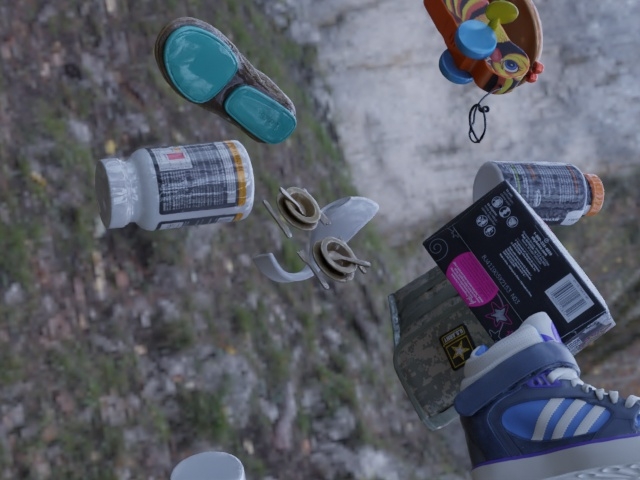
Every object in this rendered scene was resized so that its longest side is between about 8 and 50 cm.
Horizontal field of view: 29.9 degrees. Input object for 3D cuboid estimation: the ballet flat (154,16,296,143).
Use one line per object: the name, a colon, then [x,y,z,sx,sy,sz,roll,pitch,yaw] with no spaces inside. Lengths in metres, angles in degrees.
ballet flat: [-0.160,-0.264,1.860,0.342,0.116,0.124,31,19,-51]

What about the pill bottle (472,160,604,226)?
pill bottle: [0.437,-0.092,2.378,0.130,0.246,0.130,180,-90,-69]

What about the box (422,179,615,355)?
box: [0.296,0.064,1.770,0.247,0.163,0.142,55,8,21]

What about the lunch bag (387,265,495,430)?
lunch bag: [0.249,0.157,1.996,0.169,0.235,0.287,45,23,-27]

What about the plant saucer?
plant saucer: [0.339,-0.376,2.173,0.200,0.037,0.200,39,-42,48]

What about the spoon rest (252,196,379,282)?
spoon rest: [0.000,0.000,2.189,0.137,0.276,0.084,-10,-71,52]

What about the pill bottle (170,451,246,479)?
pill bottle: [-0.184,0.543,2.150,0.176,0.176,0.318,-102,-174,-62]

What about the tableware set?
tableware set: [-0.001,-0.016,2.015,0.194,0.039,0.128,54,35,11]

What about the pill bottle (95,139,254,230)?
pill bottle: [-0.279,-0.103,2.290,0.162,0.279,0.162,173,-90,-68]

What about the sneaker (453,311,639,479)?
sneaker: [0.324,0.187,1.511,0.130,0.323,0.236,33,48,-51]

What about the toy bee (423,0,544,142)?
toy bee: [0.283,-0.305,2.020,0.195,0.162,0.298,163,-80,-68]
